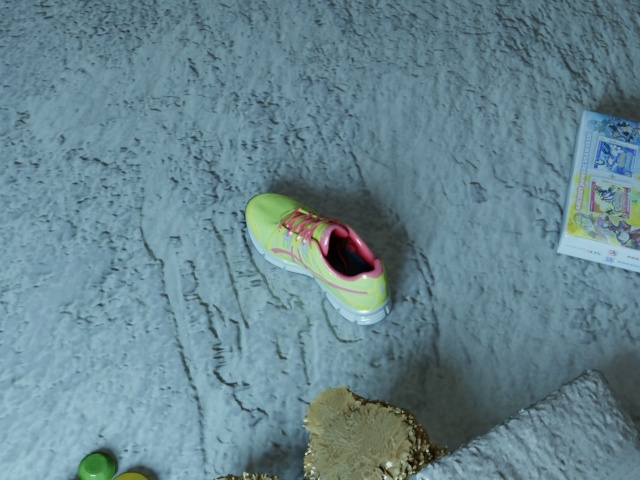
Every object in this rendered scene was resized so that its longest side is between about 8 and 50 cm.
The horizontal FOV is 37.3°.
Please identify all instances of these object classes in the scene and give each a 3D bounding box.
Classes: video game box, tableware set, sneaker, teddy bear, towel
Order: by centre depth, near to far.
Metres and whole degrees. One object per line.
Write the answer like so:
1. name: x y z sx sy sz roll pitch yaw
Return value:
1. teddy bear: -0.007 0.305 0.853 0.245 0.113 0.338 5 63 9
2. towel: 0.218 0.241 0.864 0.282 0.049 0.187 -21 75 -36
3. tableware set: -0.191 0.273 0.903 0.154 0.024 0.104 32 57 19
4. sneaker: 0.000 0.000 1.054 0.208 0.094 0.081 35 62 21
5. video game box: 0.392 -0.053 1.140 0.187 0.048 0.205 16 56 5
